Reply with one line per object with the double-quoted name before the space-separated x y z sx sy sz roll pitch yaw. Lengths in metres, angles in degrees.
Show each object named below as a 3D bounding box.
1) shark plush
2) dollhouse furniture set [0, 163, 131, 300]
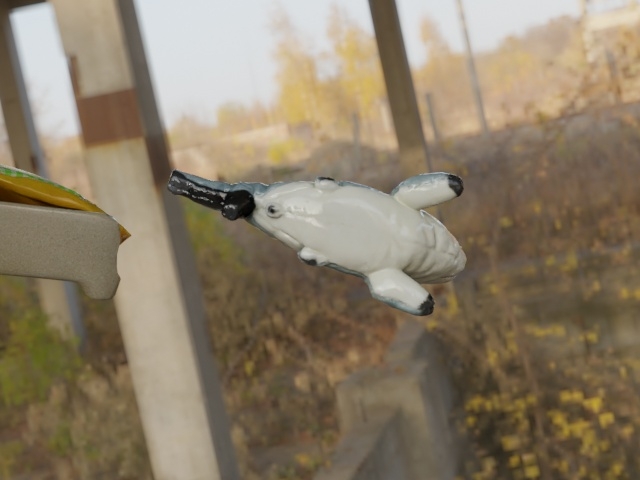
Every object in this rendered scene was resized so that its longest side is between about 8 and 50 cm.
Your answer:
"shark plush" 0.000 0.000 0.701 0.161 0.073 0.067 3 -3 -10
"dollhouse furniture set" -0.249 -0.071 0.670 0.302 0.151 0.197 7 6 -26
